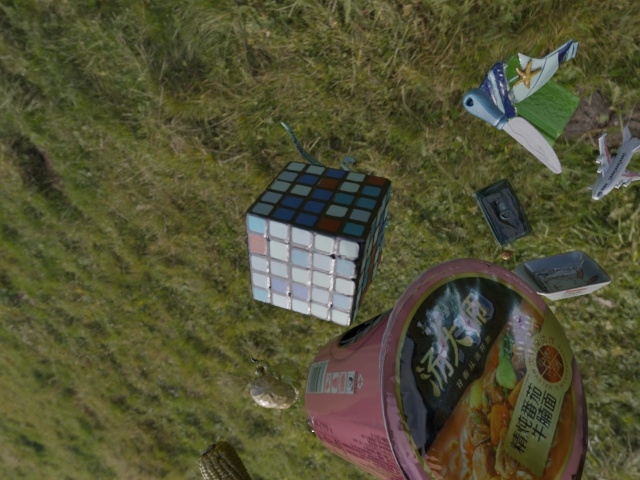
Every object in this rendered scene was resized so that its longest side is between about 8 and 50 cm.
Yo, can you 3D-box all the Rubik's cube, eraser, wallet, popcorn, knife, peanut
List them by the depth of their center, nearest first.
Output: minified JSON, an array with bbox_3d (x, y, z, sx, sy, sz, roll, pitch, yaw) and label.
[{"bbox_3d":[0.000,0.000,0.734,0.184,0.182,0.187,15,129,14],"label":"Rubik's cube"},{"bbox_3d":[0.383,-0.223,0.890,0.244,0.032,0.058,45,149,20],"label":"knife"},{"bbox_3d":[-0.113,0.383,1.125,0.080,0.080,0.174,2,158,25],"label":"peanut"},{"bbox_3d":[0.669,-0.444,1.466,0.274,0.210,0.092,34,170,3],"label":"eraser"},{"bbox_3d":[-0.162,0.510,1.608,0.195,0.173,0.168,24,125,-37],"label":"popcorn"},{"bbox_3d":[0.703,-0.107,1.728,0.236,0.160,0.055,65,168,8],"label":"wallet"}]

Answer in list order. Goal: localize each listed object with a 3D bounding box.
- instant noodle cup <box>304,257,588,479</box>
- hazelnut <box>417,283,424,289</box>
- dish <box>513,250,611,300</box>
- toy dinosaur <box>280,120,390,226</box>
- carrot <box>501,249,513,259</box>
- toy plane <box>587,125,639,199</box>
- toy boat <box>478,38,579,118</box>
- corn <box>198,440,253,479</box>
[{"bbox_3d":[0.103,0.166,0.493,0.244,0.244,0.255,43,151,-5],"label":"instant noodle cup"},{"bbox_3d":[0.352,0.181,1.472,0.086,0.086,0.086,13,126,18],"label":"hazelnut"},{"bbox_3d":[0.676,0.114,1.290,0.234,0.154,0.064,-11,123,2],"label":"dish"},{"bbox_3d":[0.056,-0.188,1.209,0.383,0.129,0.076,43,136,4],"label":"toy dinosaur"},{"bbox_3d":[0.765,0.055,1.824,0.037,0.190,0.037,1,91,31],"label":"carrot"},{"bbox_3d":[0.672,-0.168,1.027,0.162,0.065,0.171,33,100,-15],"label":"toy plane"},{"bbox_3d":[0.596,-0.474,1.283,0.291,0.067,0.220,-35,138,8],"label":"toy boat"},{"bbox_3d":[-0.163,0.510,0.894,0.080,0.080,0.231,-36,83,39],"label":"corn"}]
